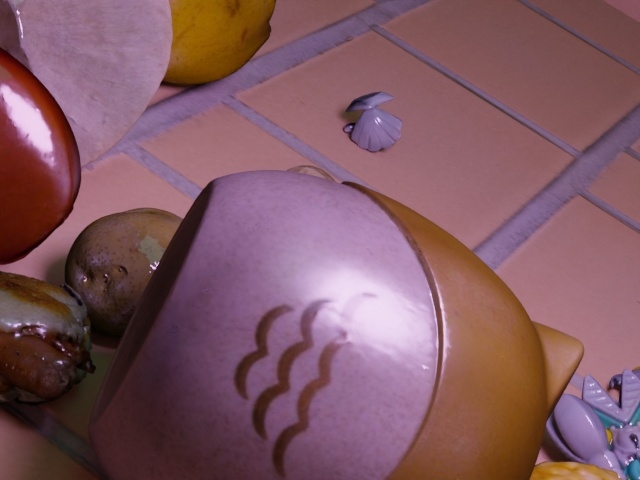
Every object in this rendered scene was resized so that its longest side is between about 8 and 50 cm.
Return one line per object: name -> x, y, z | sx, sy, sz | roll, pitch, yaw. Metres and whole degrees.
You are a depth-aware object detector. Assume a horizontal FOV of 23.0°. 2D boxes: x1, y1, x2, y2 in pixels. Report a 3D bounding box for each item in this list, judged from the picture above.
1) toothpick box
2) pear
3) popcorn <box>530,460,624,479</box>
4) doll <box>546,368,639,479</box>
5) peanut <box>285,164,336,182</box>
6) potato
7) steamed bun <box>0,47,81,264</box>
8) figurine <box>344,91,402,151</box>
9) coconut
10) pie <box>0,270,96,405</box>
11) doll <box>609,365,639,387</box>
toothpick box -> 0.015, 0.158, 1.589 | 0.425, 0.409, 0.409 | 27, 29, -9
pear -> -0.234, -0.368, 2.398 | 0.336, 0.285, 0.285 | -9, 23, 19
popcorn -> 0.260, 0.349, 1.714 | 0.253, 0.190, 0.191 | -11, 15, -33
doll -> 0.412, 0.257, 1.987 | 0.195, 0.153, 0.258 | -27, 54, -26
peanut -> 0.000, 0.000, 2.117 | 0.123, 0.123, 0.257 | 4, 40, -34
potato -> -0.207, 0.036, 1.881 | 0.157, 0.157, 0.194 | 38, 18, 20
steamed bun -> -0.450, -0.127, 1.754 | 0.379, 0.248, 0.235 | 12, 5, -9
figurine -> 0.083, -0.188, 2.523 | 0.094, 0.086, 0.082 | -16, 14, 8
coconut -> -0.386, -0.275, 2.016 | 0.415, 0.345, 0.415 | 10, 7, -1
pie -> -0.375, 0.079, 1.721 | 0.274, 0.105, 0.257 | 20, 16, -10
doll -> 0.475, 0.204, 2.218 | 0.104, 0.062, 0.194 | 40, 25, 20
